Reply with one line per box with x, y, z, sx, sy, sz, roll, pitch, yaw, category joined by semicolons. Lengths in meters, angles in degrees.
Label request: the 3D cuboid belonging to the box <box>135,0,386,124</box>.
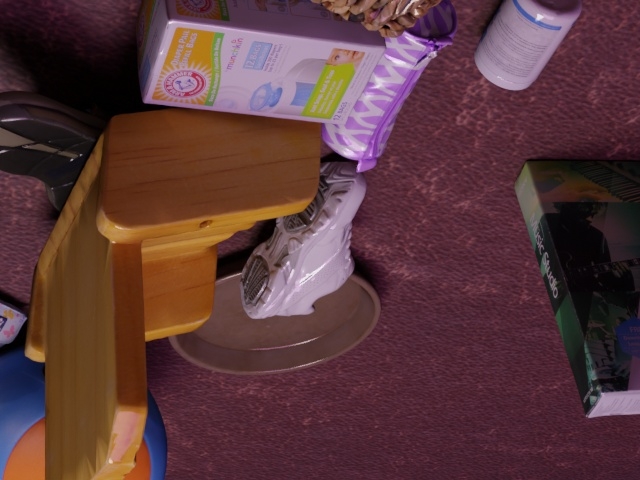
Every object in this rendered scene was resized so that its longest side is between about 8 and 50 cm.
-0.060;-0.189;1.187;0.203;0.103;0.114;5;144;-21;box

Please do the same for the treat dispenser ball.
-0.339;0.270;1.639;0.288;0.288;0.288;-7;147;-5;treat dispenser ball

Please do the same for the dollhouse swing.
-0.133;0.079;1.290;0.315;0.305;0.347;-10;159;-29;dollhouse swing

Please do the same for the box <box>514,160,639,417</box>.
0.369;0.045;1.454;0.232;0.322;0.058;-1;141;-15;box

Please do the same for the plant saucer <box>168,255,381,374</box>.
-0.060;0.093;1.670;0.278;0.041;0.278;-7;147;-5;plant saucer

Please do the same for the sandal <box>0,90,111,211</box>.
-0.246;-0.102;1.274;0.120;0.086;0.303;-22;162;8;sandal

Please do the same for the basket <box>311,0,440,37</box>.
0.003;-0.321;0.825;0.223;0.299;0.213;17;138;-35;basket

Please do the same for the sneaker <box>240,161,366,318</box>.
0.000;0.000;1.494;0.115;0.090;0.232;8;133;-35;sneaker

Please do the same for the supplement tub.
0.202;-0.206;1.260;0.071;0.071;0.107;5;144;-21;supplement tub

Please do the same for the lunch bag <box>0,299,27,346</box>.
-0.413;0.101;1.581;0.083;0.053;0.071;-32;143;16;lunch bag

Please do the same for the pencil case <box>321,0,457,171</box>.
0.065;-0.163;1.272;0.086;0.088;0.206;-21;158;-32;pencil case
